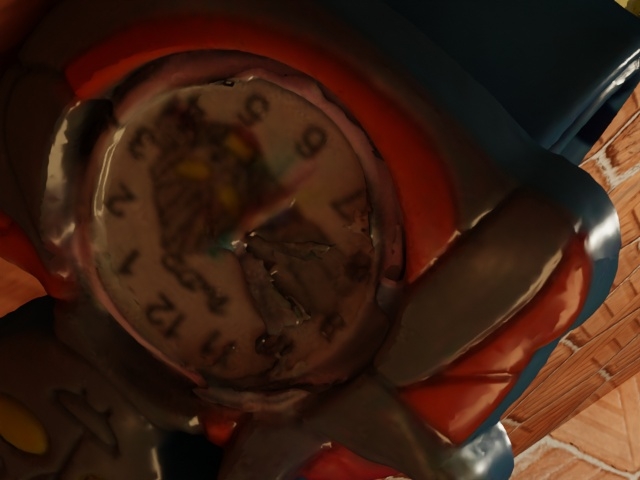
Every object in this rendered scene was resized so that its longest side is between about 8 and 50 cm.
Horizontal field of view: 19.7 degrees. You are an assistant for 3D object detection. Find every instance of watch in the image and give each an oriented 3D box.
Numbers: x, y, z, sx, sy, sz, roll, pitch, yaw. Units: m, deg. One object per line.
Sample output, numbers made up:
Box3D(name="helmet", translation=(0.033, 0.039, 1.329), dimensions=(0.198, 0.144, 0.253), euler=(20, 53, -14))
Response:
Box3D(name="watch", translation=(0.000, 0.000, 0.777), dimensions=(0.305, 0.241, 0.274), euler=(-52, 173, 31))

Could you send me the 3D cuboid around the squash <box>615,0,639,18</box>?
Box3D(name="squash", translation=(0.136, -0.138, 0.926), dimensions=(0.090, 0.075, 0.200), euler=(7, 138, -32))
